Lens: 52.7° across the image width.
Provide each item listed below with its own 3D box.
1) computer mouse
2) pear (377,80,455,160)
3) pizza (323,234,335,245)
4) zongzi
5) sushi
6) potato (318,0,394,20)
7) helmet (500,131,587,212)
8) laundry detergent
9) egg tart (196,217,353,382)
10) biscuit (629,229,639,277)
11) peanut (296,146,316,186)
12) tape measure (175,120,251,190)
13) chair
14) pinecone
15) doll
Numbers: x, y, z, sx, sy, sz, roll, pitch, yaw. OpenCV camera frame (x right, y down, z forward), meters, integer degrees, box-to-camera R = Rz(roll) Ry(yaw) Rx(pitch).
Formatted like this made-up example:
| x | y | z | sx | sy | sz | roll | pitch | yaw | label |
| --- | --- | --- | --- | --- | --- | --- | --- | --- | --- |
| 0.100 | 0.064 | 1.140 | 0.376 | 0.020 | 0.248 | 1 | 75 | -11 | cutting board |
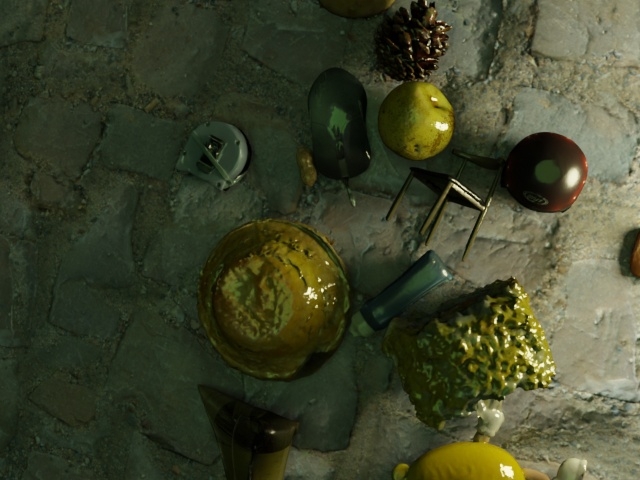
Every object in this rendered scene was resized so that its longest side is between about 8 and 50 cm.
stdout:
| x | y | z | sx | sy | sz | roll | pitch | yaw | label |
| --- | --- | --- | --- | --- | --- | --- | --- | --- | --- |
| 0.053 | -0.275 | 1.709 | 0.167 | 0.090 | 0.379 | -11 | 87 | 13 | computer mouse |
| 0.232 | -0.293 | 1.618 | 0.197 | 0.197 | 0.197 | -1 | 88 | 13 | pear |
| 0.000 | 0.000 | 1.745 | 0.083 | 0.016 | 0.037 | 4 | 92 | 17 | pizza |
| -0.234 | 0.565 | 1.731 | 0.317 | 0.154 | 0.289 | 17 | 96 | 33 | zongzi |
| 0.329 | 0.246 | 1.469 | 0.351 | 0.396 | 0.240 | -23 | 86 | 15 | sushi |
| 0.110 | -0.661 | 1.705 | 0.243 | 0.098 | 0.138 | -27 | 84 | 12 | potato |
| 0.537 | -0.161 | 1.550 | 0.189 | 0.193 | 0.216 | 26 | 51 | 12 | helmet |
| 0.192 | 0.141 | 1.628 | 0.290 | 0.143 | 0.094 | -37 | 86 | 9 | laundry detergent |
| -0.133 | 0.154 | 1.684 | 0.443 | 0.178 | 0.443 | 0 | 89 | 13 | egg tart |
| 0.834 | 0.072 | 1.539 | 0.192 | 0.036 | 0.186 | 21 | 94 | 14 | biscuit |
| -0.038 | -0.199 | 1.742 | 0.053 | 0.054 | 0.113 | -15 | 80 | 12 | peanut |
| -0.285 | -0.239 | 1.775 | 0.182 | 0.107 | 0.181 | 24 | 100 | 15 | tape measure |
| 0.312 | -0.119 | 1.579 | 0.166 | 0.188 | 0.272 | 30 | 89 | -29 | chair |
| 0.238 | -0.502 | 1.632 | 0.204 | 0.179 | 0.184 | -35 | 96 | -1 | pinecone |
| 0.428 | 0.582 | 1.558 | 0.423 | 0.161 | 0.348 | 39 | 83 | 11 | doll |
